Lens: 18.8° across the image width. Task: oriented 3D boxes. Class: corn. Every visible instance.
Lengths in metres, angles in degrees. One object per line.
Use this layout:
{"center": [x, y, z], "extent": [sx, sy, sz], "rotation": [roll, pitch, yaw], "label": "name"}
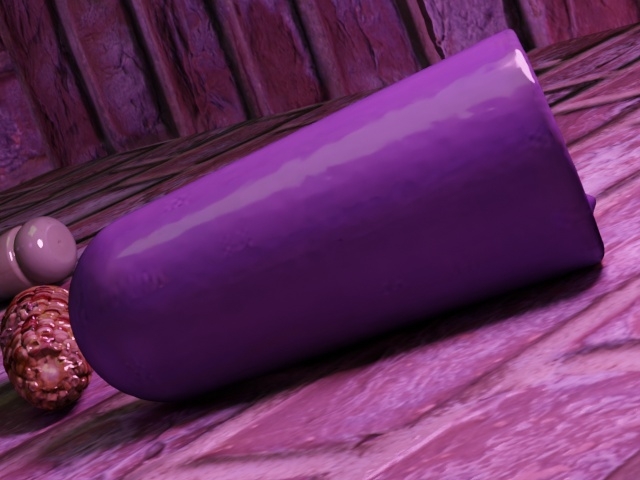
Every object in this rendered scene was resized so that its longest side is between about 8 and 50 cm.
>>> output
{"center": [-0.270, 0.107, 1.909], "extent": [0.098, 0.098, 0.290], "rotation": [-20, 10, -4], "label": "corn"}

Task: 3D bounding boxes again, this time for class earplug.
{"center": [0.000, 0.000, 1.659], "extent": [0.456, 0.215, 0.215], "rotation": [-22, 9, 6], "label": "earplug"}

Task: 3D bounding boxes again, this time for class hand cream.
{"center": [-0.465, 0.056, 2.676], "extent": [0.306, 0.093, 0.147], "rotation": [-25, 6, 32], "label": "hand cream"}
